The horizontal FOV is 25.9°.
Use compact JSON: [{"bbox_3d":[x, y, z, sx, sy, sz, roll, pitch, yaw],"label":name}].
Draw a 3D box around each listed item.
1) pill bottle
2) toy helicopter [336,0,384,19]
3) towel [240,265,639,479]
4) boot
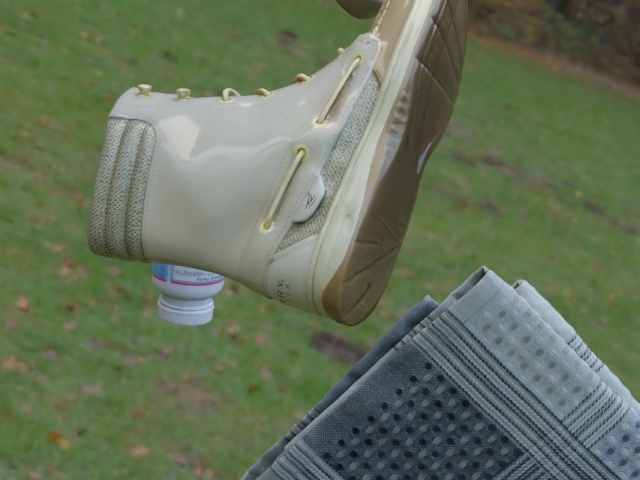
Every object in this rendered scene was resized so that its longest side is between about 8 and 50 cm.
[{"bbox_3d":[-0.152,0.013,1.620,0.087,0.160,0.087,6,17,-2],"label":"pill bottle"},{"bbox_3d":[0.000,-0.365,1.223,0.140,0.355,0.235,-20,-3,34],"label":"toy helicopter"},{"bbox_3d":[0.134,0.211,1.228,0.324,0.312,0.056,44,12,-20],"label":"towel"},{"bbox_3d":[-0.025,-0.086,0.897,0.203,0.262,0.095,12,-18,24],"label":"boot"}]
